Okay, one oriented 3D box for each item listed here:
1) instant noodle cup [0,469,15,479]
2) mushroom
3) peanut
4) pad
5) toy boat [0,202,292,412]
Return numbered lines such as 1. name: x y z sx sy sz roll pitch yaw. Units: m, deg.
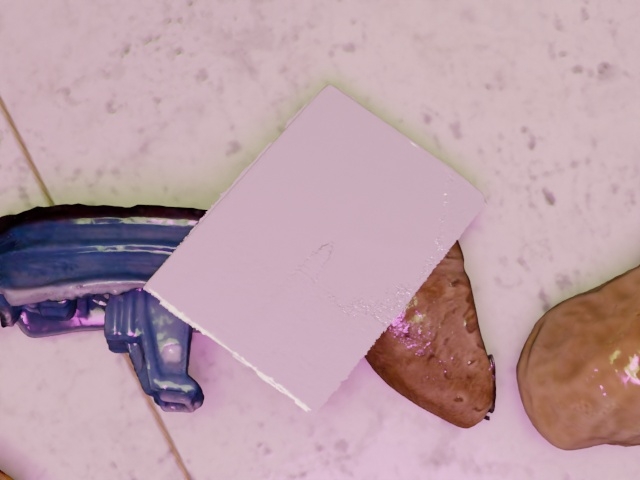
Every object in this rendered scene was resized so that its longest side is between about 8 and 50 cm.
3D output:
1. instant noodle cup: -0.292 0.204 1.204 0.122 0.151 0.151 27 85 -6
2. mushroom: 0.066 0.041 1.227 0.094 0.072 0.210 -10 81 -12
3. peanut: 0.284 0.046 1.189 0.313 0.149 0.149 -38 83 3
4. pad: 0.000 0.000 1.183 0.156 0.004 0.232 37 62 8
5. toy boat: -0.130 0.052 1.210 0.309 0.129 0.142 2 70 1
